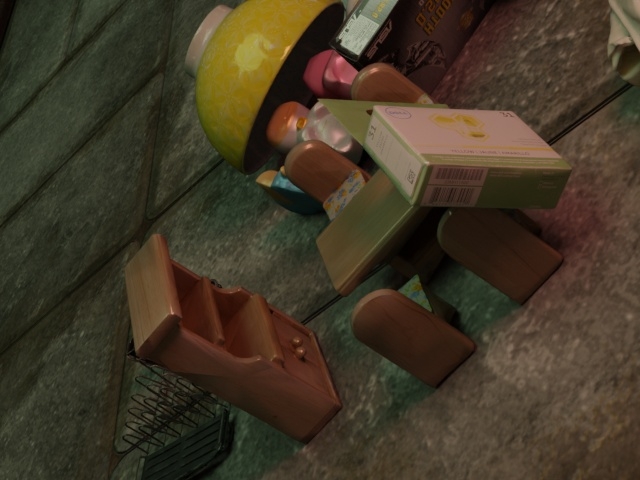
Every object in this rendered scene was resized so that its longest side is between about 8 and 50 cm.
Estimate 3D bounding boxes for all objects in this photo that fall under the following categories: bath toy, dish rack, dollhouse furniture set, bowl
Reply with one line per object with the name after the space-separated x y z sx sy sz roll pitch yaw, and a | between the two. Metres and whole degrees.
0.030 -0.208 1.653 0.151 0.129 0.348 21 78 15 | bath toy
-0.194 0.208 1.616 0.208 0.074 0.272 -35 36 36 | dish rack
0.000 0.000 1.341 0.394 0.256 0.362 -48 30 16 | dollhouse furniture set
-0.103 -0.255 1.714 0.289 0.156 0.289 -59 -7 -12 | bowl

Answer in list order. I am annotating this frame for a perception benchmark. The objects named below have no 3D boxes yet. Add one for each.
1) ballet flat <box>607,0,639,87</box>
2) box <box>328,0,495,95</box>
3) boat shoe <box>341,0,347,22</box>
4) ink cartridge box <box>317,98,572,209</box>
0.346 -0.175 1.147 0.139 0.139 0.400 -41 34 26 | ballet flat
0.132 -0.297 1.513 0.056 0.183 0.231 36 92 34 | box
0.023 -0.393 1.876 0.076 0.083 0.226 -44 32 20 | boat shoe
0.120 -0.111 1.200 0.235 0.171 0.056 56 138 48 | ink cartridge box
